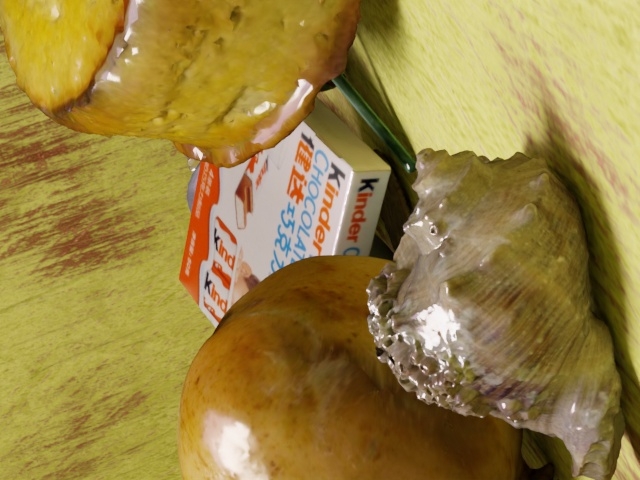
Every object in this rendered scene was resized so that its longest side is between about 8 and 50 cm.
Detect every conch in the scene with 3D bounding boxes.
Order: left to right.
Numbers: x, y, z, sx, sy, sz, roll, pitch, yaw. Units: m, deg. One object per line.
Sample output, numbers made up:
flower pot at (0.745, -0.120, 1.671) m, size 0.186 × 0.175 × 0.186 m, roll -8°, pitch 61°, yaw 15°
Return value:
conch at (0.118, 0.044, 1.021) m, size 0.245 × 0.163 × 0.178 m, roll 56°, pitch -150°, yaw -15°

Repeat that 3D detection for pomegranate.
pomegranate at (0.022, 0.152, 1.287) m, size 0.307 × 0.307 × 0.307 m, roll 161°, pitch 90°, yaw -83°

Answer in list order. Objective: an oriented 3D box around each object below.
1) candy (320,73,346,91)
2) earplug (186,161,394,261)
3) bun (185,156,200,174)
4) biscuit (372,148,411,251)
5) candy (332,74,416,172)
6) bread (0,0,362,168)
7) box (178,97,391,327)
candy at (0.002, -0.205, 1.538) m, size 0.055 × 0.049 × 0.185 m, roll 32°, pitch 149°, yaw 16°
earplug at (-0.011, 0.003, 1.712) m, size 0.325 × 0.175 × 0.214 m, roll 56°, pitch 151°, yaw 33°
bun at (-0.088, -0.092, 2.074) m, size 0.287 × 0.146 × 0.287 m, roll 159°, pitch 90°, yaw -85°
biscuit at (0.068, -0.030, 1.551) m, size 0.120 × 0.015 × 0.120 m, roll 161°, pitch 90°, yaw -83°
candy at (-0.011, -0.163, 1.468) m, size 0.305 × 0.091 × 0.083 m, roll 53°, pitch 178°, yaw 26°
bread at (-0.121, -0.255, 1.328) m, size 0.398 × 0.215 × 0.398 m, roll 9°, pitch 101°, yaw 57°
box at (-0.043, -0.011, 1.539) m, size 0.265 × 0.048 × 0.273 m, roll 46°, pitch 132°, yaw 47°
